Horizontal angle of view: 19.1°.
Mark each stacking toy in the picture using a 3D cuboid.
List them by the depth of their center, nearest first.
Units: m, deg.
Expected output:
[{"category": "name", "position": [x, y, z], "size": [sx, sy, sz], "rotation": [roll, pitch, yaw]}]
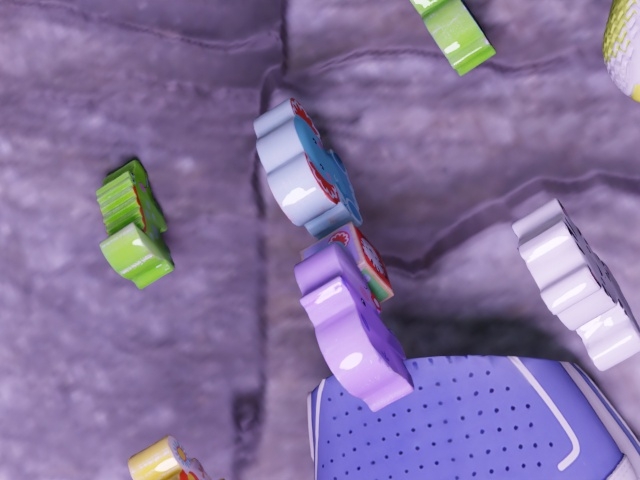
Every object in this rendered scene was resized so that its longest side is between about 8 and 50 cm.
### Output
[{"category": "stacking toy", "position": [0.000, 0.000, 0.664], "size": [0.167, 0.052, 0.221], "rotation": [-32, 42, 12]}]

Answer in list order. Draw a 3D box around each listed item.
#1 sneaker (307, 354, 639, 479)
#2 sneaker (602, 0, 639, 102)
[{"category": "sneaker", "position": [0.063, 0.187, 0.602], "size": [0.127, 0.182, 0.315], "rotation": [-14, 80, 16]}, {"category": "sneaker", "position": [0.186, -0.147, 0.656], "size": [0.126, 0.091, 0.240], "rotation": [18, 91, 2]}]
